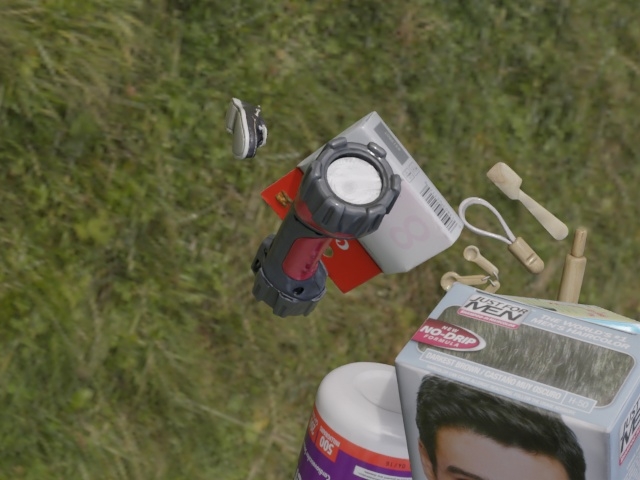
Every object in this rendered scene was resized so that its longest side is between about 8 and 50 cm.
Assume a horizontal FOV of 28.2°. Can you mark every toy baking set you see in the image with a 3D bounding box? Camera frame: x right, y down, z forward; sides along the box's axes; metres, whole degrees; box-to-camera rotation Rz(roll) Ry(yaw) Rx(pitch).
[{"bbox_3d":[0.278,0.028,1.804,0.030,0.197,0.256,-50,154,-74],"label":"toy baking set"}]

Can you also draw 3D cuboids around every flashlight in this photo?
[{"bbox_3d":[0.000,0.000,1.445,0.304,0.103,0.103,117,-26,-58],"label":"flashlight"}]

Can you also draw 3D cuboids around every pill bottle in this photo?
[{"bbox_3d":[0.050,0.326,1.583,0.181,0.181,0.323,-12,123,-50],"label":"pill bottle"}]

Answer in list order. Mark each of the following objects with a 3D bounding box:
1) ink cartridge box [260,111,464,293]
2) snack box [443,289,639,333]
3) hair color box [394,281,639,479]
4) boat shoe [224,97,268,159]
[{"bbox_3d":[0.042,-0.031,1.639,0.189,0.232,0.066,51,36,-8],"label":"ink cartridge box"},{"bbox_3d":[0.231,0.097,1.405,0.322,0.187,0.060,0,96,-86],"label":"snack box"},{"bbox_3d":[0.187,0.230,1.104,0.113,0.185,0.374,-47,140,-39],"label":"hair color box"},{"bbox_3d":[-0.072,-0.113,1.306,0.038,0.125,0.046,11,107,-14],"label":"boat shoe"}]
